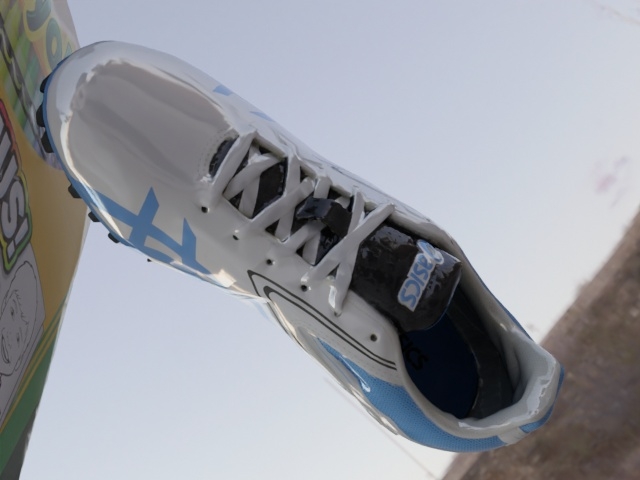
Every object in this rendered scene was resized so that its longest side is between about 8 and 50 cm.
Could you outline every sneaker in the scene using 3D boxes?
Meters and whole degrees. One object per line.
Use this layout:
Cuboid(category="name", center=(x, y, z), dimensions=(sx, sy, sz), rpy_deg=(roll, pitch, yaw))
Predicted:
Cuboid(category="sneaker", center=(0.000, 0.000, 0.428), dimensions=(0.086, 0.237, 0.085), rpy_deg=(-25, 32, 55))

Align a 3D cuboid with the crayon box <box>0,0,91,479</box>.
Cuboid(category="crayon box", center=(-0.217, -0.043, 0.558), dimensions=(0.363, 0.106, 0.313), rpy_deg=(87, -171, -56))
